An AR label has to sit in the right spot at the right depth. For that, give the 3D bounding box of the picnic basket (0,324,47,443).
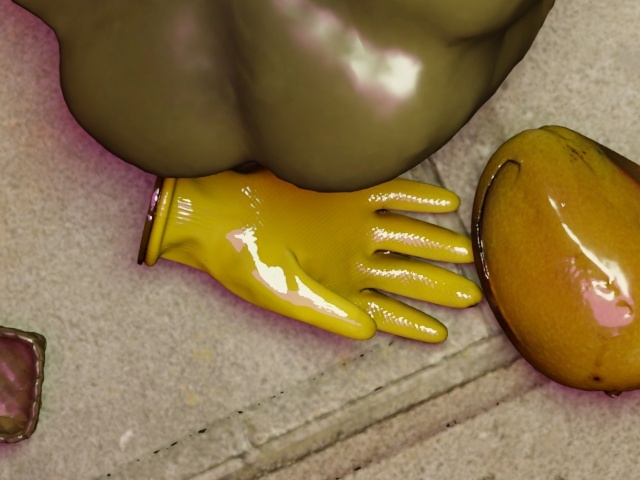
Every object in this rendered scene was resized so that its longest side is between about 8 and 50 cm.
[{"bbox_3d":[-0.336,0.119,1.623,0.193,0.055,0.110,7,96,3],"label":"picnic basket"}]

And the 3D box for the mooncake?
[{"bbox_3d":[-0.027,-0.268,1.398,0.467,0.262,0.467,13,118,25],"label":"mooncake"}]

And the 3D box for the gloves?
[{"bbox_3d":[0.000,-0.001,1.573,0.294,0.116,0.133,15,103,-3],"label":"gloves"}]

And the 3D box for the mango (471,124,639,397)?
[{"bbox_3d":[0.215,0.018,1.536,0.166,0.136,0.236,-21,88,9],"label":"mango"}]
